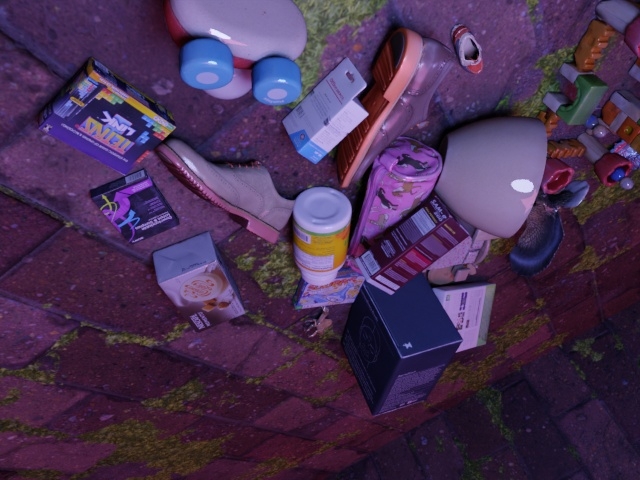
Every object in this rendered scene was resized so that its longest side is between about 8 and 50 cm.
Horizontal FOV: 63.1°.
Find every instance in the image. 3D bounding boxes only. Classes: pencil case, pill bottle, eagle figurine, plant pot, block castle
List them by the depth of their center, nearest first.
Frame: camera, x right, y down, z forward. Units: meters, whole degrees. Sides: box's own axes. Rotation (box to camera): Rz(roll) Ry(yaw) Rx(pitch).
[{"bbox_3d":[0.369,-0.162,1.214,0.190,0.284,0.284,12,137,0],"label":"plant pot"},{"bbox_3d":[0.713,-0.318,1.232,0.302,0.213,0.453,-7,139,-23],"label":"block castle"},{"bbox_3d":[0.000,0.000,1.272,0.136,0.136,0.246,-14,142,-14],"label":"pill bottle"},{"bbox_3d":[0.166,-0.069,1.273,0.160,0.167,0.386,22,136,7],"label":"pencil case"},{"bbox_3d":[0.628,-0.069,1.520,0.226,0.225,0.298,-33,133,-7],"label":"eagle figurine"}]

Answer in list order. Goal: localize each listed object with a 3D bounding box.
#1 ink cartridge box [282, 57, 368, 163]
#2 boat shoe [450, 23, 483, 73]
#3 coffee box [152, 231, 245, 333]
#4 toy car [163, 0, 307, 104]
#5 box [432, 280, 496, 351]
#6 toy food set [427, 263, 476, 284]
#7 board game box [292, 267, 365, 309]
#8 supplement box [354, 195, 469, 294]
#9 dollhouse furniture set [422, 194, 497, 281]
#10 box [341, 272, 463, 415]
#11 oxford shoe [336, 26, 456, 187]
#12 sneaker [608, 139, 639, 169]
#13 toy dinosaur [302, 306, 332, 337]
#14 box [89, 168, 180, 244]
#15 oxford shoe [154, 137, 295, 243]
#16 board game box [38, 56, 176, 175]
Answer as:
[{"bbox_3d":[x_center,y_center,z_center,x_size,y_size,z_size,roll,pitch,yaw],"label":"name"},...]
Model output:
[{"bbox_3d":[0.020,-0.249,1.007,0.180,0.104,0.060,-40,141,20],"label":"ink cartridge box"},{"bbox_3d":[0.305,-0.382,1.062,0.049,0.043,0.137,-37,143,13],"label":"boat shoe"},{"bbox_3d":[-0.289,0.108,1.269,0.141,0.098,0.247,-21,143,-6],"label":"coffee box"},{"bbox_3d":[-0.160,-0.297,0.815,0.210,0.219,0.238,4,163,-33],"label":"toy car"},{"bbox_3d":[0.487,0.267,1.807,0.322,0.058,0.232,-1,101,-41],"label":"box"},{"bbox_3d":[0.410,0.099,1.721,0.192,0.039,0.132,-23,137,6],"label":"toy food set"},{"bbox_3d":[0.028,0.140,1.544,0.201,0.035,0.136,-4,139,-26],"label":"board game box"},{"bbox_3d":[0.213,0.017,1.214,0.239,0.073,0.130,-39,143,16],"label":"supplement box"},{"bbox_3d":[0.377,0.045,1.481,0.303,0.174,0.356,-8,133,-21],"label":"dollhouse furniture set"},{"bbox_3d":[0.239,0.326,1.677,0.211,0.294,0.396,-11,142,-19],"label":"box"},{"bbox_3d":[0.139,-0.234,1.045,0.132,0.130,0.364,8,140,-22],"label":"oxford shoe"},{"bbox_3d":[0.945,-0.259,1.509,0.104,0.125,0.262,20,124,-43],"label":"sneaker"},{"bbox_3d":[-0.006,0.282,1.683,0.092,0.053,0.183,-15,142,-16],"label":"toy dinosaur"},{"bbox_3d":[-0.375,-0.065,1.069,0.116,0.029,0.162,-23,145,-3],"label":"box"},{"bbox_3d":[-0.183,-0.123,1.068,0.130,0.123,0.348,-56,139,-4],"label":"oxford shoe"},{"bbox_3d":[-0.360,-0.205,0.891,0.141,0.048,0.170,-39,141,16],"label":"board game box"}]
